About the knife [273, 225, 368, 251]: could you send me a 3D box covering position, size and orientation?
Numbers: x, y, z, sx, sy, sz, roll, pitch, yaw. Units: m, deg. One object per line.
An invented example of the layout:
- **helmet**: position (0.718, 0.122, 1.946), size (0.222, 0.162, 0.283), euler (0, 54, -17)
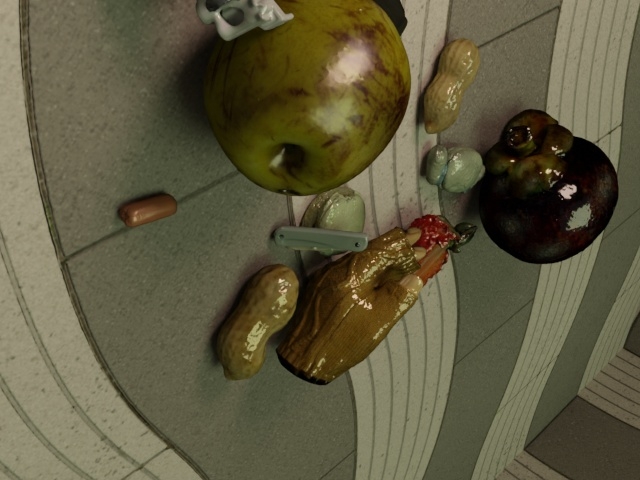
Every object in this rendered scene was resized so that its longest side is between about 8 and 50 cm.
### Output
- **knife**: position (0.000, 0.000, 1.310), size (0.162, 0.023, 0.044), euler (5, 116, -3)

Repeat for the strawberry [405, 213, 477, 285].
- **strawberry**: position (0.188, 0.035, 1.581), size (0.286, 0.106, 0.188), euler (-42, 159, -1)

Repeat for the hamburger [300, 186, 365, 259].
- **hamburger**: position (0.029, -0.033, 1.376), size (0.140, 0.062, 0.133), euler (6, 111, -50)

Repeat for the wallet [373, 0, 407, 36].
- **wallet**: position (0.038, -0.362, 1.140), size (0.168, 0.052, 0.245), euler (-48, 141, -13)

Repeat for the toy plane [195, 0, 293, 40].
- **toy plane**: position (-0.108, -0.348, 0.839), size (0.118, 0.252, 0.252), euler (-64, 166, -58)

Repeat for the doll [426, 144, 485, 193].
- **doll**: position (0.284, -0.148, 1.588), size (0.214, 0.071, 0.103), euler (6, 112, -53)

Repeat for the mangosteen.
- **mangosteen**: position (0.496, -0.110, 1.700), size (0.330, 0.330, 0.330), euler (-31, 138, -33)

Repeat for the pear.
- **pear**: position (-0.016, -0.192, 1.001), size (0.284, 0.284, 0.283), euler (-31, 138, -33)

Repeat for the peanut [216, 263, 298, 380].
- **peanut**: position (-0.111, 0.144, 1.318), size (0.103, 0.098, 0.229), euler (28, 98, -24)

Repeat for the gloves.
- **gloves**: position (0.062, 0.108, 1.401), size (0.356, 0.203, 0.155), euler (-44, 112, -6)

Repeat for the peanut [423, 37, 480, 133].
- **peanut**: position (0.240, -0.284, 1.422), size (0.082, 0.082, 0.187), euler (-1, 118, -51)

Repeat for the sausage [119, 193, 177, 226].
- **sausage**: position (-0.239, -0.042, 1.064), size (0.083, 0.034, 0.034), euler (-21, 132, -40)
